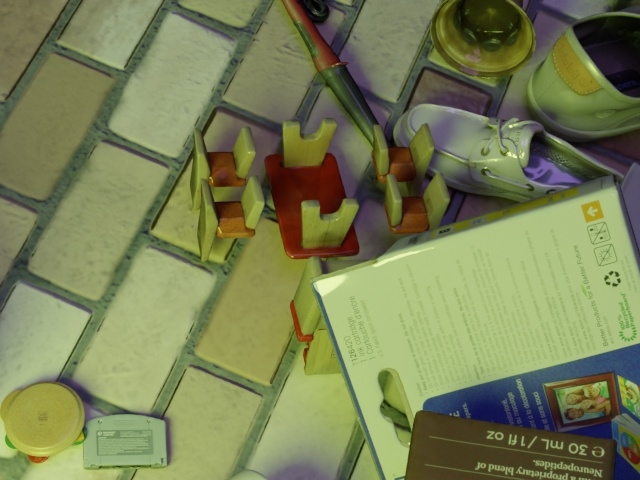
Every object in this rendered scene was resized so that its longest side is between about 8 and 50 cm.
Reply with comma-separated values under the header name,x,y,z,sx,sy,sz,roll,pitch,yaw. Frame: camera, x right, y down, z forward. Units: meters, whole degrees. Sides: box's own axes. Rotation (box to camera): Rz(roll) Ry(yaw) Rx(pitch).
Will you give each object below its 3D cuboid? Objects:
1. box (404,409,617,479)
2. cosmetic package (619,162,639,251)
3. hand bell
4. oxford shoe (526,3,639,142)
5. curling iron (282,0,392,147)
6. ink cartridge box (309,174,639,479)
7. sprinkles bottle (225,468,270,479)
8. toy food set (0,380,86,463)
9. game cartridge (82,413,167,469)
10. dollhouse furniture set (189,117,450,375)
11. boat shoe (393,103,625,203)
name,x,y,z,sx,sy,sz,roll,pitch,yaw
box,0.144,0.354,1.409,0.191,0.143,0.381,8,60,6
cosmetic package,0.433,0.111,1.667,0.385,0.217,0.156,31,58,5
hand bell,0.223,-0.318,1.954,0.126,0.126,0.242,22,46,1
oxford shoe,0.455,-0.237,1.924,0.449,0.130,0.169,-19,64,-22
curling iron,0.023,-0.209,1.873,0.068,0.035,0.274,-17,65,-20
ink cartridge box,0.184,0.124,1.565,0.307,0.072,0.303,-16,102,15
sprinkles bottle,-0.173,0.351,1.459,0.355,0.121,0.121,-32,71,-25
toy food set,-0.274,0.178,1.588,0.083,0.020,0.082,-16,62,-8
game cartridge,-0.196,0.201,1.602,0.083,0.017,0.056,1,64,-11
dollhouse furniture set,0.000,0.000,1.716,0.262,0.135,0.259,-2,50,-13
boat shoe,0.221,-0.100,1.813,0.277,0.096,0.098,21,59,1
